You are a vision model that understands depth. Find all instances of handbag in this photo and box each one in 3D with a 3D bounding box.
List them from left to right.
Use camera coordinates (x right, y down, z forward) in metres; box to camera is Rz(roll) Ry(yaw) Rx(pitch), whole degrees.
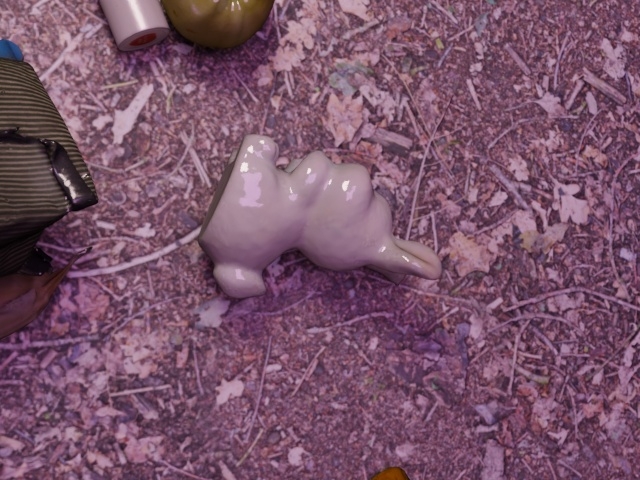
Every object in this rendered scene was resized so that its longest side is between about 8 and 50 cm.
[{"bbox_3d":[-0.451,-0.072,0.896,0.240,0.247,0.341,49,26,15],"label":"handbag"}]

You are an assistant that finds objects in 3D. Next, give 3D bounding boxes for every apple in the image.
[{"bbox_3d":[-0.159,-0.390,1.142,0.200,0.200,0.200,2,84,-19],"label":"apple"}]

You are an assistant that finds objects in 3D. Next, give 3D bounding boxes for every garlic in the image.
[{"bbox_3d":[-0.498,0.061,1.001,0.338,0.151,0.196,12,68,-19],"label":"garlic"}]

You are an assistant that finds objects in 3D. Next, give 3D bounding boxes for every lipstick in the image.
[{"bbox_3d":[-0.332,-0.462,1.134,0.087,0.087,0.326,-22,92,-20],"label":"lipstick"}]

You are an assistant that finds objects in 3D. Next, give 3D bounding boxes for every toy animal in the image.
[{"bbox_3d":[-0.001,-0.011,1.153,0.368,0.196,0.241,11,88,-16],"label":"toy animal"}]

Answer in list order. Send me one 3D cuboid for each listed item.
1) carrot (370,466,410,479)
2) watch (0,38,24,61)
[{"bbox_3d":[0.151,0.460,1.212,0.082,0.082,0.173,-40,101,-19],"label":"carrot"},{"bbox_3d":[-0.572,-0.304,0.975,0.305,0.241,0.274,-19,79,-41],"label":"watch"}]
